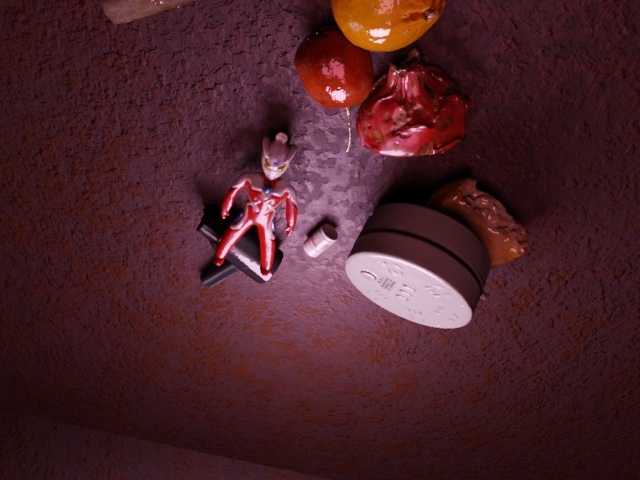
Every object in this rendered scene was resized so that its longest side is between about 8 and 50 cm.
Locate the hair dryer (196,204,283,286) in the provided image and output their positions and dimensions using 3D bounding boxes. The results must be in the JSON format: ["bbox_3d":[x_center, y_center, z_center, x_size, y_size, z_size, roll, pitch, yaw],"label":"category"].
[{"bbox_3d":[-0.288,0.043,1.566,0.244,0.116,0.302,40,133,-22],"label":"hair dryer"}]

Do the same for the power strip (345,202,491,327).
[{"bbox_3d":[0.249,0.075,1.377,0.357,0.162,0.358,24,155,12],"label":"power strip"}]

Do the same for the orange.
[{"bbox_3d":[0.125,-0.444,0.985,0.219,0.193,0.219,-24,167,-6],"label":"orange"}]

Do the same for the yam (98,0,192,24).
[{"bbox_3d":[-0.315,-0.495,1.082,0.259,0.093,0.093,-10,130,16],"label":"yam"}]

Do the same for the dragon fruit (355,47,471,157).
[{"bbox_3d":[0.188,-0.288,1.171,0.261,0.134,0.212,-6,128,13],"label":"dragon fruit"}]

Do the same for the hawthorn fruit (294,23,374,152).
[{"bbox_3d":[0.045,-0.299,1.154,0.165,0.165,0.286,-7,123,14],"label":"hawthorn fruit"}]

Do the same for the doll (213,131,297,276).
[{"bbox_3d":[-0.143,-0.089,1.360,0.188,0.099,0.384,12,117,-13],"label":"doll"}]

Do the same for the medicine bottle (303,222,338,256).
[{"bbox_3d":[0.000,0.000,1.507,0.057,0.057,0.089,34,128,-21],"label":"medicine bottle"}]

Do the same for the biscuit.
[{"bbox_3d":[0.370,-0.037,1.394,0.274,0.091,0.213,39,138,-26],"label":"biscuit"}]
